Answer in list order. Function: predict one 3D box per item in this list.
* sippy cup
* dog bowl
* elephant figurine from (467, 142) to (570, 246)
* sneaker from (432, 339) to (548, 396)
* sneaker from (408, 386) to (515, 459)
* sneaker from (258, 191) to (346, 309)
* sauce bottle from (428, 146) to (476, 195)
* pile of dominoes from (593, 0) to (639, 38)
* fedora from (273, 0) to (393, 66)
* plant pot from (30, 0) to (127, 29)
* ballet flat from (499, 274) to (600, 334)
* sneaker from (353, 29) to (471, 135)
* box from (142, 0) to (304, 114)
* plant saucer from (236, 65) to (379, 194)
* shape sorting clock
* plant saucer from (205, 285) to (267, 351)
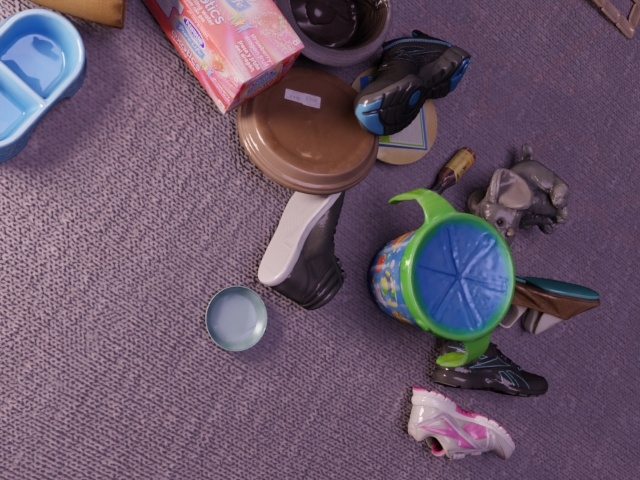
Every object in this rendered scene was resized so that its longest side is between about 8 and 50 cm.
[{"bbox_3d":[0.210,0.072,1.729,0.240,0.224,0.305,19,78,-22],"label":"sippy cup"},{"bbox_3d":[-0.504,-0.259,1.496,0.166,0.074,0.297,43,71,-17],"label":"dog bowl"},{"bbox_3d":[0.378,-0.070,1.853,0.239,0.186,0.169,-14,124,-26],"label":"elephant figurine"},{"bbox_3d":[0.356,0.259,1.855,0.267,0.101,0.106,13,79,-24],"label":"sneaker"},{"bbox_3d":[0.271,0.387,1.812,0.252,0.103,0.111,28,79,-15],"label":"sneaker"},{"bbox_3d":[0.000,0.000,1.713,0.147,0.104,0.296,48,56,-34],"label":"sneaker"},{"bbox_3d":[0.269,-0.138,1.874,0.042,0.042,0.128,47,71,-15],"label":"sauce bottle"},{"bbox_3d":[0.668,-0.616,2.113,0.251,0.040,0.196,36,72,-28],"label":"pile of dominoes"},{"bbox_3d":[0.000,-0.439,1.720,0.275,0.124,0.244,-13,93,-32],"label":"fedora"},{"bbox_3d":[-0.439,-0.476,1.479,0.254,0.237,0.237,4,84,-10],"label":"plant pot"},{"bbox_3d":[0.422,0.128,1.900,0.342,0.116,0.124,13,101,-24],"label":"ballet flat"},{"bbox_3d":[0.149,-0.307,1.750,0.139,0.125,0.341,37,42,16],"label":"sneaker"},{"bbox_3d":[-0.183,-0.396,1.586,0.142,0.154,0.300,-35,89,-23],"label":"box"},{"bbox_3d":[-0.016,-0.214,1.691,0.278,0.041,0.278,8,63,-16],"label":"plant saucer"},{"bbox_3d":[0.142,-0.250,1.820,0.206,0.040,0.206,8,74,-28],"label":"shape sorting clock"},{"bbox_3d":[-0.156,0.142,1.662,0.119,0.021,0.119,2,86,-25],"label":"plant saucer"}]
